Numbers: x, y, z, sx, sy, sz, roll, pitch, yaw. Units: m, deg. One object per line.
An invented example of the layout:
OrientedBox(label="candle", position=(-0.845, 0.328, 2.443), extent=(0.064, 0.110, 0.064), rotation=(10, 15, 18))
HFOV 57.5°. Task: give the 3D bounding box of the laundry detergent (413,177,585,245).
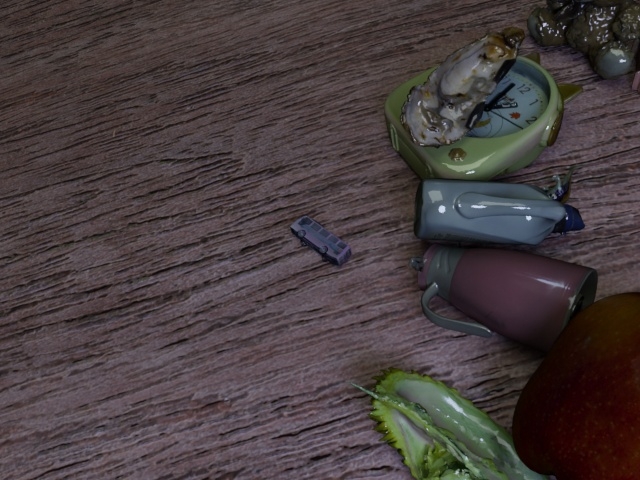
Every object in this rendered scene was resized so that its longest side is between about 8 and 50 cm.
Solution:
OrientedBox(label="laundry detergent", position=(0.302, -0.044, 0.975), extent=(0.280, 0.215, 0.105), rotation=(5, 86, 6))

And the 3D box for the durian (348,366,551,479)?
OrientedBox(label="durian", position=(0.207, 0.301, 0.794), extent=(0.157, 0.169, 0.355), rotation=(-43, 62, -14))

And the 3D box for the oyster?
OrientedBox(label="oyster", position=(0.275, -0.290, 1.089), extent=(0.128, 0.078, 0.345), rotation=(40, 70, 11))

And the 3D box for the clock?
OrientedBox(label="clock", position=(0.327, -0.246, 1.156), extent=(0.348, 0.117, 0.286), rotation=(-28, 54, -5))

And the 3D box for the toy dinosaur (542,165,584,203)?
OrientedBox(label="toy dinosaur", position=(0.428, -0.090, 1.076), extent=(0.058, 0.037, 0.180), rotation=(36, 78, 7))

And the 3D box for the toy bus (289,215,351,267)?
OrientedBox(label="toy bus", position=(0.000, 0.000, 1.128), extent=(0.130, 0.037, 0.052), rotation=(36, 70, 30))

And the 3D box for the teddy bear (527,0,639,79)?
OrientedBox(label="teddy bear", position=(0.566, -0.490, 1.173), extent=(0.156, 0.256, 0.267), rotation=(-32, 56, -13))

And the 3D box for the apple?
OrientedBox(label="apple", position=(0.412, 0.214, 0.730), extent=(0.317, 0.288, 0.288), rotation=(-49, 58, 0))

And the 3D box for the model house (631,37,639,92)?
OrientedBox(label="model house", position=(0.768, -0.404, 1.068), extent=(0.326, 0.244, 0.169), rotation=(8, 62, 21))

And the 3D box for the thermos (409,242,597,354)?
OrientedBox(label="thermos", position=(0.278, 0.086, 0.936), extent=(0.265, 0.146, 0.176), rotation=(17, 49, 34))
